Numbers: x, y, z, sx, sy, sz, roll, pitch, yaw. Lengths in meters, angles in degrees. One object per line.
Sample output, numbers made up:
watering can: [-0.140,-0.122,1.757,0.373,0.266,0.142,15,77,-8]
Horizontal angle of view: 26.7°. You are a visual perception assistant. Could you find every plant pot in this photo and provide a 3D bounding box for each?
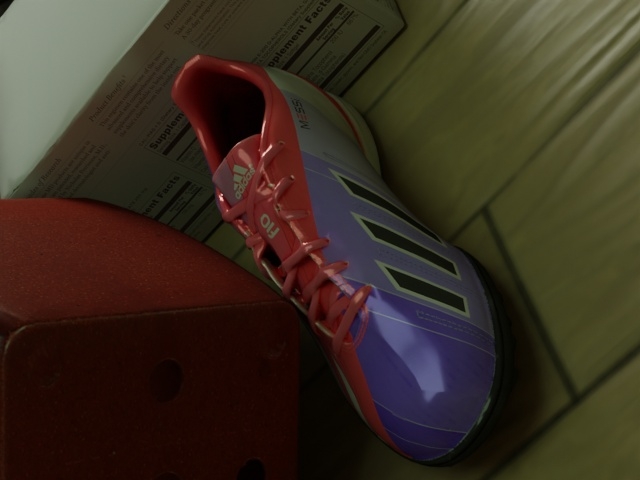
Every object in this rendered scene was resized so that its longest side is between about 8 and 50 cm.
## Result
plant pot: [-0.154,0.114,0.718,0.236,0.267,0.267,4,94,44]

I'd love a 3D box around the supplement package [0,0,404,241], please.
supplement package: [-0.100,-0.149,0.942,0.262,0.145,0.204,-45,40,27]

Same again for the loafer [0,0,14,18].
loafer: [-0.203,-0.196,1.178,0.303,0.095,0.109,0,42,48]

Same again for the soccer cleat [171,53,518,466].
soccer cleat: [0.000,0.000,0.743,0.108,0.116,0.318,-52,37,19]
